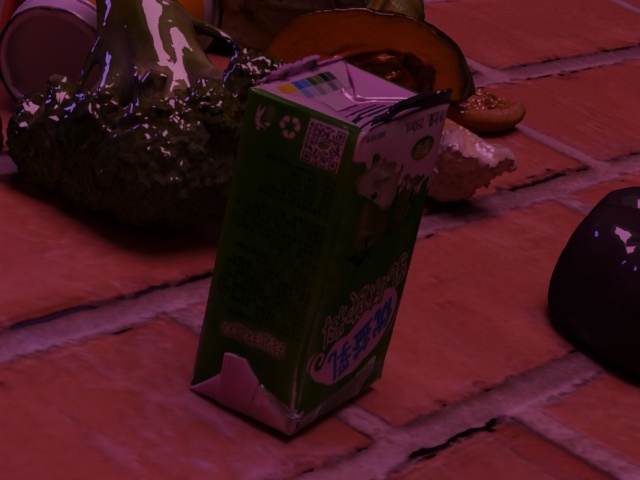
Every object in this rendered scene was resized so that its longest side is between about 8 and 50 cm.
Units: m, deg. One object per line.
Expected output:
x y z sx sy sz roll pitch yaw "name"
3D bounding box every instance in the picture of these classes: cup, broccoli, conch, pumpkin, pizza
-0.228 -0.234 1.961 0.196 0.196 0.280 20 30 9 "cup"
-0.167 -0.116 1.741 0.254 0.186 0.302 -39 47 -15 "broccoli"
0.087 -0.279 2.393 0.079 0.095 0.201 -12 12 25 "conch"
0.047 -0.234 2.197 0.278 0.111 0.163 -1 16 -8 "pumpkin"
0.174 -0.170 2.267 0.178 0.041 0.131 4 23 -27 "pizza"

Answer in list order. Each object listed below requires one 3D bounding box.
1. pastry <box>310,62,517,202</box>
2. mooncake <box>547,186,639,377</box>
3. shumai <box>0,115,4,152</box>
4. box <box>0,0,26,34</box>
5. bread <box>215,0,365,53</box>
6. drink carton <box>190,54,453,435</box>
0.101 -0.115 2.020 0.121 0.089 0.258 -1 28 -43 "pastry"
0.342 0.048 1.759 0.245 0.133 0.245 15 29 -8 "mooncake"
-0.361 -0.116 1.710 0.124 0.099 0.087 30 42 35 "shumai"
-0.447 -0.401 2.010 0.348 0.318 0.257 16 22 2 "box"
-0.071 -0.325 2.276 0.257 0.186 0.124 -2 32 -22 "bread"
0.000 0.000 1.433 0.108 0.271 0.161 22 24 25 "drink carton"
